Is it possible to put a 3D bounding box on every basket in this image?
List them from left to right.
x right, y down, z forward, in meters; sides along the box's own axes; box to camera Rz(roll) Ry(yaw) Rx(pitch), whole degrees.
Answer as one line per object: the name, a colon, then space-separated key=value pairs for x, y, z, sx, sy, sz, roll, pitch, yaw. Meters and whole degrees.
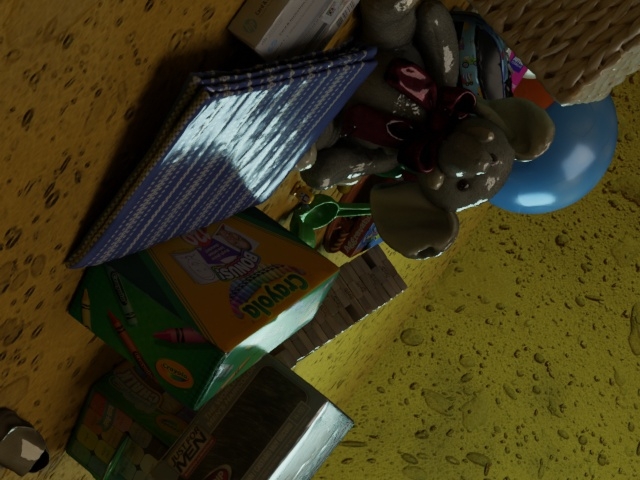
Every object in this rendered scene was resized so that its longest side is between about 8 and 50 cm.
basket: x=0.355 y=-0.359 z=1.722 sx=0.328 sy=0.266 sz=0.331 roll=-40 pitch=173 yaw=18

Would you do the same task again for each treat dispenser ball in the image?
treat dispenser ball: x=0.365 y=-0.189 z=2.379 sx=0.288 sy=0.288 sz=0.288 roll=-51 pitch=168 yaw=-15

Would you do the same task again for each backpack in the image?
backpack: x=0.181 y=-0.236 z=1.864 sx=0.117 sy=0.158 sz=0.173 roll=-65 pitch=152 yaw=-49

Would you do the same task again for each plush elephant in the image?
plush elephant: x=0.124 y=-0.129 z=1.653 sx=0.272 sy=0.255 sz=0.330 roll=-54 pitch=169 yaw=1

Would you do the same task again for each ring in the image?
ring: x=0.117 y=-0.111 z=2.257 sx=0.336 sy=0.032 sz=0.336 roll=-51 pitch=168 yaw=-16

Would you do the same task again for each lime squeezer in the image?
lime squeezer: x=0.000 y=0.000 z=1.898 sx=0.059 sy=0.110 sz=0.310 roll=-44 pitch=-179 yaw=45

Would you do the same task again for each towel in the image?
towel: x=-0.089 y=-0.092 z=1.356 sx=0.243 sy=0.040 sz=0.336 roll=-50 pitch=166 yaw=29

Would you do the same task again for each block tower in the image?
block tower: x=0.003 y=0.110 z=2.148 sx=0.091 sy=0.097 sz=0.335 roll=-38 pitch=176 yaw=42

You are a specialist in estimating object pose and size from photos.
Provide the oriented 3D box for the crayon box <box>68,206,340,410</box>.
crayon box: x=-0.113 y=0.052 z=1.447 sx=0.081 sy=0.165 sz=0.278 roll=-60 pitch=168 yaw=27

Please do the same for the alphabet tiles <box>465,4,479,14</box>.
alphabet tiles: x=0.294 y=-0.405 z=2.165 sx=0.285 sy=0.011 sz=0.342 roll=-54 pitch=169 yaw=-1

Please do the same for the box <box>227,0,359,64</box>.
box: x=-0.015 y=-0.231 z=1.343 sx=0.145 sy=0.038 sz=0.186 roll=-54 pitch=170 yaw=1

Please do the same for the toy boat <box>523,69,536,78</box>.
toy boat: x=0.371 y=-0.414 z=2.104 sx=0.267 sy=0.148 sz=0.318 roll=-60 pitch=179 yaw=-39

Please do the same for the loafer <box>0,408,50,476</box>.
loafer: x=-0.308 y=0.208 z=1.402 sx=0.056 sy=0.050 sz=0.148 roll=-54 pitch=169 yaw=-3

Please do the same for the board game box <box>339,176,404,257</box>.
board game box: x=0.120 y=-0.056 z=2.285 sx=0.145 sy=0.027 sz=0.281 roll=-59 pitch=168 yaw=17

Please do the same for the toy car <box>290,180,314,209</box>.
toy car: x=-0.051 y=-0.017 z=1.816 sx=0.122 sy=0.040 sz=0.060 roll=-56 pitch=169 yaw=10

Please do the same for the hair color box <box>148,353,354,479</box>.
hair color box: x=-0.070 y=0.246 z=1.659 sx=0.185 sy=0.113 sz=0.374 roll=-53 pitch=168 yaw=-5

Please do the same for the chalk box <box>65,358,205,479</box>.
chalk box: x=-0.210 y=0.225 z=1.658 sx=0.213 sy=0.132 sz=0.132 roll=-38 pitch=161 yaw=-52

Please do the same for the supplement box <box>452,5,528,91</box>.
supplement box: x=0.196 y=-0.214 z=2.025 sx=0.220 sy=0.114 sz=0.111 roll=-58 pitch=154 yaw=11

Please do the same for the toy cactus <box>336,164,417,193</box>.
toy cactus: x=0.066 y=-0.092 z=1.866 sx=0.180 sy=0.219 sz=0.112 roll=-7 pitch=106 yaw=-33
